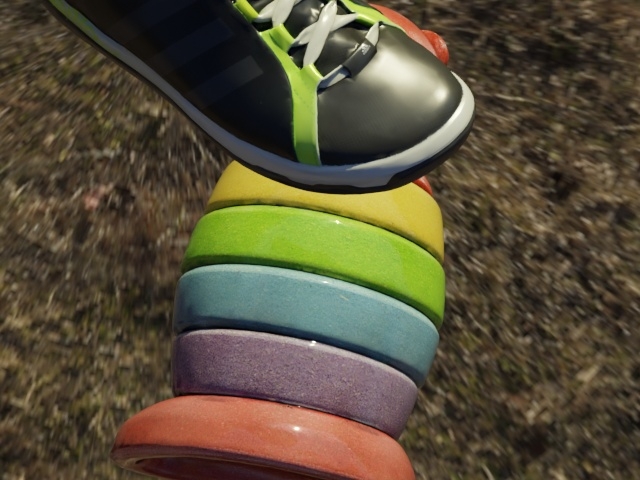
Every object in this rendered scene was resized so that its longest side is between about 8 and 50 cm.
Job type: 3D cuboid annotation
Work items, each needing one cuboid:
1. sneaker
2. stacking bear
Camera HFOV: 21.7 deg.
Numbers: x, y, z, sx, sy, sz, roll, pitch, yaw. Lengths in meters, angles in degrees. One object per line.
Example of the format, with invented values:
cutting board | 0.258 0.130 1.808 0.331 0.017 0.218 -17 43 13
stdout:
sneaker | -0.043 -0.102 0.705 0.235 0.097 0.084 28 61 16
stacking bear | 0.000 0.000 0.964 0.175 0.164 0.289 14 74 -10
